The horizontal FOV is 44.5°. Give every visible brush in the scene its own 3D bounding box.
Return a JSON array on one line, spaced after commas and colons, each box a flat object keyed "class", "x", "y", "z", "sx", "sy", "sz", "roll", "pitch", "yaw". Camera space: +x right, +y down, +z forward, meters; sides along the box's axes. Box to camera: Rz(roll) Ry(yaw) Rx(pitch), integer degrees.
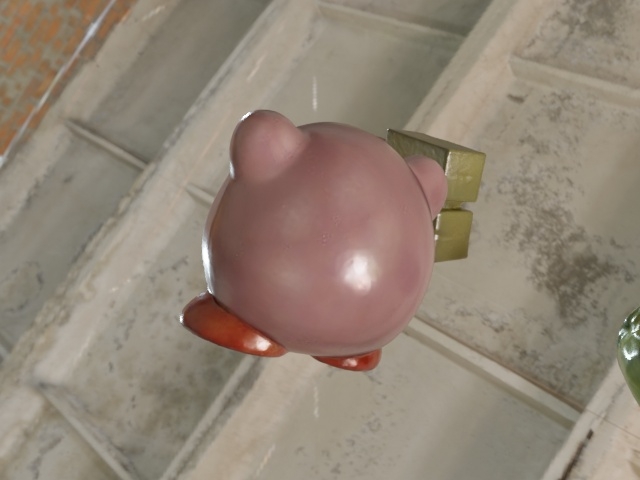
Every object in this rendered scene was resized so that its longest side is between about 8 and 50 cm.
[{"class": "brush", "x": 0.067, "y": -0.066, "z": 0.776, "sx": 0.233, "sy": 0.047, "sz": 0.103, "roll": 35, "pitch": -58, "yaw": 56}]

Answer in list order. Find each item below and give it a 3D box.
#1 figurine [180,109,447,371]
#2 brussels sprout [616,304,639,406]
[{"class": "figurine", "x": 0.000, "y": 0.000, "z": 0.554, "sx": 0.173, "sy": 0.173, "sz": 0.173, "roll": -14, "pitch": -117, "yaw": 29}, {"class": "brussels sprout", "x": 0.319, "y": 0.100, "z": 0.583, "sx": 0.183, "sy": 0.145, "sz": 0.131, "roll": 3, "pitch": -139, "yaw": 35}]
